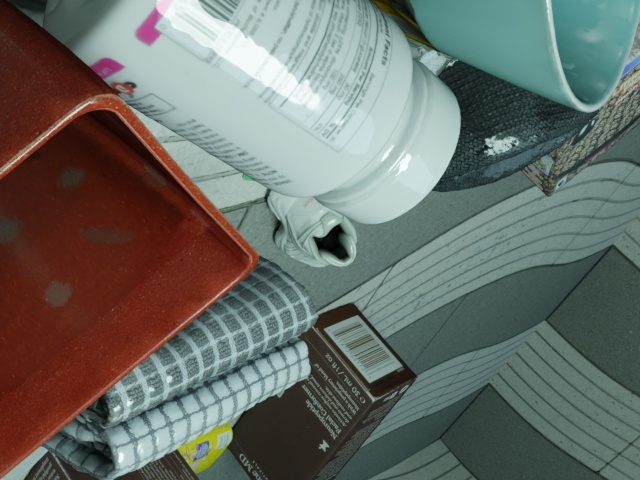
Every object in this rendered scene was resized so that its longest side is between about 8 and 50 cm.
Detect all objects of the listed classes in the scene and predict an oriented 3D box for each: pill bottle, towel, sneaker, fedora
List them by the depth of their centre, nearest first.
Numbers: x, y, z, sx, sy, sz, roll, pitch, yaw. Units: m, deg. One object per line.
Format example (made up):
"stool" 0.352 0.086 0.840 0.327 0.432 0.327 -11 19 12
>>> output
"pill bottle" -0.037 -0.129 0.645 0.283 0.160 0.160 31 109 -37
"towel" -0.180 0.068 0.798 0.235 0.284 0.121 -24 127 -45
"fedora" 0.193 -0.154 1.028 0.334 0.152 0.334 -23 170 -4
"sneaker" 0.000 0.000 1.159 0.090 0.115 0.232 -39 158 -5

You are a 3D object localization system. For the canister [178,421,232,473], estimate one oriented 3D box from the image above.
"canister" -0.239 0.357 1.504 0.126 0.073 0.170 -51 158 24

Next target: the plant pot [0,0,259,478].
"plant pot" -0.239 -0.024 0.552 0.267 0.235 0.267 -39 159 -3

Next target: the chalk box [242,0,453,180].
"chalk box" -0.005 -0.144 0.858 0.213 0.132 0.132 -49 158 22

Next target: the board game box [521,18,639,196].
"board game box" 0.386 -0.236 1.321 0.232 0.141 0.291 -39 159 -6

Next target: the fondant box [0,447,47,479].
"fondant box" -0.450 0.237 0.890 0.238 0.096 0.330 -45 159 9

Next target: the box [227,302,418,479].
"box" -0.010 0.315 1.652 0.143 0.191 0.381 -17 147 -46

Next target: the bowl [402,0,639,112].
"bowl" 0.169 -0.271 0.767 0.312 0.163 0.311 -25 120 -55

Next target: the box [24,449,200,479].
"box" -0.310 0.387 1.311 0.203 0.167 0.168 -7 140 -55
